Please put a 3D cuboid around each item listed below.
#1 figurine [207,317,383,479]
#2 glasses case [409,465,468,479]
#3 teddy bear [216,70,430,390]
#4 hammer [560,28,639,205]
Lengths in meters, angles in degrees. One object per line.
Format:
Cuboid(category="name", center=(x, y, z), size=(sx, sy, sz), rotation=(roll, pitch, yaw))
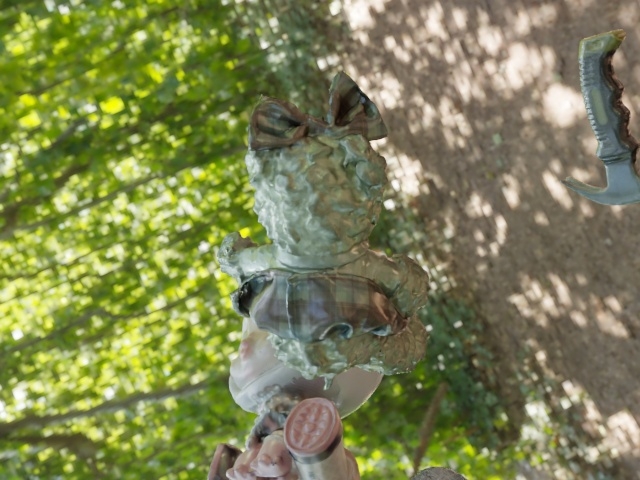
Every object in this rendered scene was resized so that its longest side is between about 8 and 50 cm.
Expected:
Cuboid(category="figurine", center=(-0.024, 0.192, 1.389), size=(0.211, 0.253, 0.361), rotation=(39, -137, -38))
Cuboid(category="glasses case", center=(0.203, 0.379, 1.191), size=(0.282, 0.109, 0.067), rotation=(41, 154, 18))
Cuboid(category="teddy bear", center=(-0.003, 0.019, 0.611), size=(0.213, 0.133, 0.111), rotation=(81, -162, -44))
Cuboid(category="hammer", center=(0.380, -0.157, 1.343), size=(0.159, 0.041, 0.226), rotation=(-8, 102, 35))
